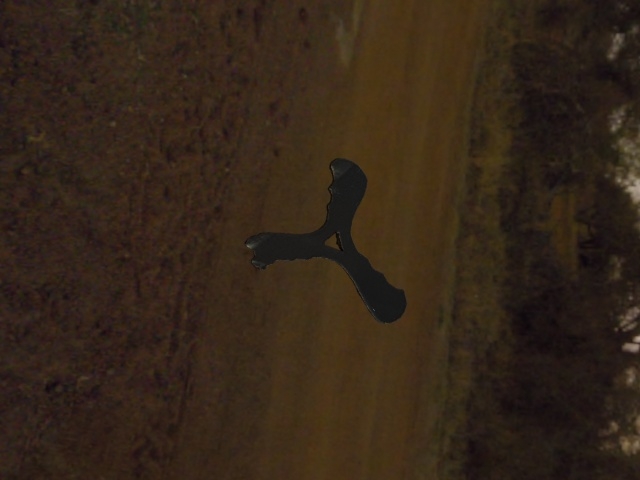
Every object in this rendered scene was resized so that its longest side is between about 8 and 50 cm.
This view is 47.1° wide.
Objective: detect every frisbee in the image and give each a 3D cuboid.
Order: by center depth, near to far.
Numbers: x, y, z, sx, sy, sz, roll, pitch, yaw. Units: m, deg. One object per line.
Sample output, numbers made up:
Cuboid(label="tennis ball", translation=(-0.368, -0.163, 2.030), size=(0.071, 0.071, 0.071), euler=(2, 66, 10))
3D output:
Cuboid(label="frisbee", translation=(0.000, 0.000, 0.846), size=(0.012, 0.187, 0.211), euler=(-42, -124, 58))
